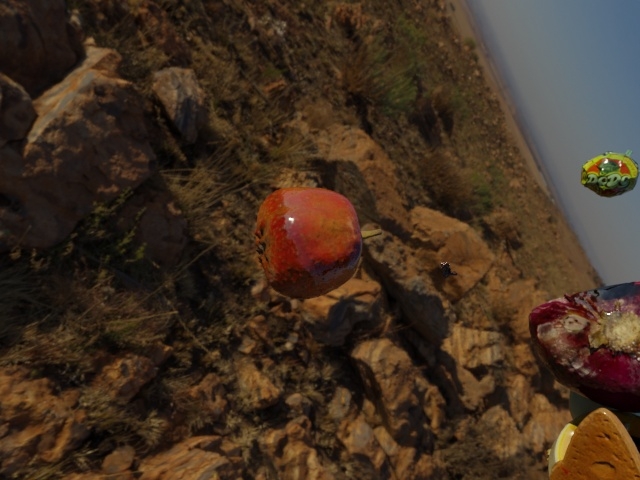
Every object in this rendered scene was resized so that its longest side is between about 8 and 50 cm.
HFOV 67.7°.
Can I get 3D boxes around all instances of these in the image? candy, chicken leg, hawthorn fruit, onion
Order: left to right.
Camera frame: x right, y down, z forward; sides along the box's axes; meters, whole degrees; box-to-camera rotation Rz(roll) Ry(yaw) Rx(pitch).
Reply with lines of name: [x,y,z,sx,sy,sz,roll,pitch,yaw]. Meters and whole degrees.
hawthorn fruit: [0.000,0.000,1.212,0.287,0.330,0.287,172,-90,-76]
chicken leg: [0.343,0.083,1.293,0.083,0.036,0.021,40,-4,-39]
candy: [0.590,-0.152,0.953,0.305,0.091,0.083,-28,127,-48]
onion: [0.644,0.233,1.028,0.282,0.337,0.260,34,43,-67]

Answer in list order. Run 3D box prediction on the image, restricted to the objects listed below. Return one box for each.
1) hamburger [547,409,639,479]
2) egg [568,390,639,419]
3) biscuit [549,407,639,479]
hamburger: [0.631,0.510,1.013,0.294,0.276,0.179,-61,146,-37]
egg: [0.808,0.361,1.237,0.230,0.371,0.230,42,3,-3]
biscuit: [0.420,0.383,0.703,0.043,0.183,0.280,-2,89,-44]
